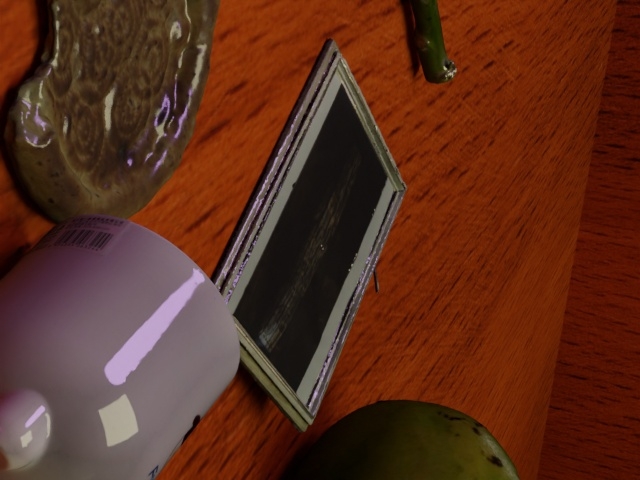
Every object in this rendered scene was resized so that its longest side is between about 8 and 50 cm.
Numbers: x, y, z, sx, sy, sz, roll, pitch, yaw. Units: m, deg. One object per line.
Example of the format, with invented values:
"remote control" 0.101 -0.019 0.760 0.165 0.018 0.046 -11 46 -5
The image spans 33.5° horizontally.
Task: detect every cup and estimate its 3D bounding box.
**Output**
"cup" -0.149 0.085 0.571 0.134 0.173 0.142 57 42 -20

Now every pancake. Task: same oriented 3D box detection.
"pancake" -0.115 -0.118 0.636 0.212 0.029 0.235 -32 134 -64

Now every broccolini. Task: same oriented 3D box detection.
"broccolini" 0.118 -0.305 1.060 0.079 0.074 0.392 -59 153 -24

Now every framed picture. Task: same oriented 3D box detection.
"framed picture" 0.000 0.000 0.972 0.293 0.018 0.231 -66 148 -25

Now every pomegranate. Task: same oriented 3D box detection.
"pomegranate" 0.049 0.316 1.117 0.358 0.216 0.310 137 -26 -70

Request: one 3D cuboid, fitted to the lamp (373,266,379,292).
"lamp" 0.022 0.028 1.082 0.121 0.041 0.054 -2 96 -65
